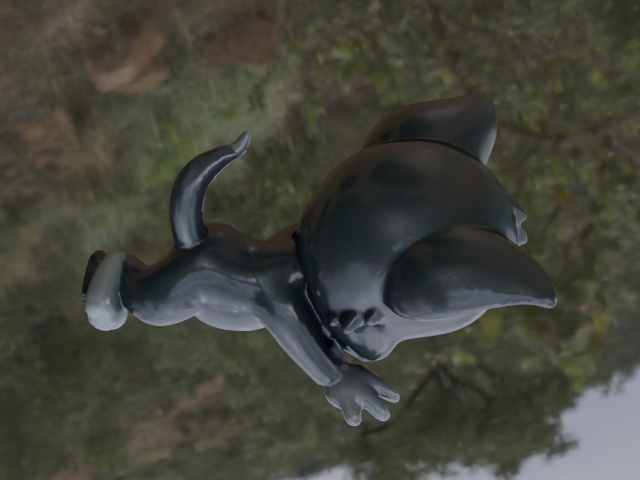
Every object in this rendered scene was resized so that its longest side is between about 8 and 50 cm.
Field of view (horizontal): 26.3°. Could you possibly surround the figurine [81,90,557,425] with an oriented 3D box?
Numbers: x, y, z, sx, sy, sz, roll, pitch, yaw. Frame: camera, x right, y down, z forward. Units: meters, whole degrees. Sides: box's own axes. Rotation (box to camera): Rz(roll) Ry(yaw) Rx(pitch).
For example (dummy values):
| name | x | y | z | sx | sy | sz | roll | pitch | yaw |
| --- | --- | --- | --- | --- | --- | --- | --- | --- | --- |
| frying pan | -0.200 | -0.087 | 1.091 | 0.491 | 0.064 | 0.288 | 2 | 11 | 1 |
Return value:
| name | x | y | z | sx | sy | sz | roll | pitch | yaw |
| --- | --- | --- | --- | --- | --- | --- | --- | --- | --- |
| figurine | -0.004 | -0.003 | 0.830 | 0.265 | 0.193 | 0.140 | 7 | 129 | -1 |
